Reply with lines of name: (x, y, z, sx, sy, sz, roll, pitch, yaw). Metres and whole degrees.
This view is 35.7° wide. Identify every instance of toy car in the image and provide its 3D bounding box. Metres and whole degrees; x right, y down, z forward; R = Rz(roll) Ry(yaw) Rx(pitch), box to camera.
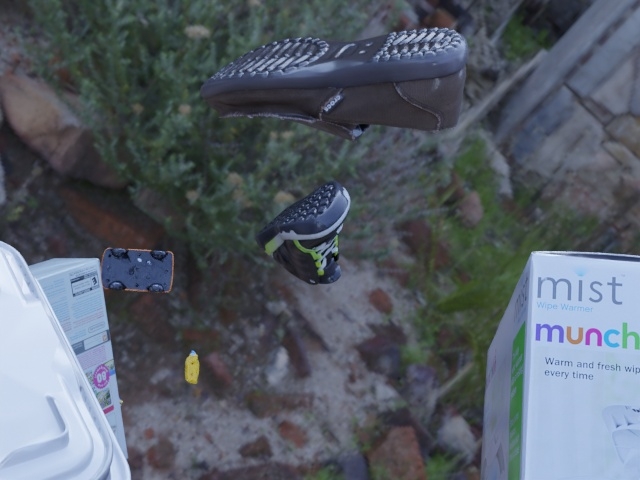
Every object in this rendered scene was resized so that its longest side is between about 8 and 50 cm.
toy car: (-0.137, 0.061, 0.803, 0.040, 0.060, 0.122, 144, -69, -83)

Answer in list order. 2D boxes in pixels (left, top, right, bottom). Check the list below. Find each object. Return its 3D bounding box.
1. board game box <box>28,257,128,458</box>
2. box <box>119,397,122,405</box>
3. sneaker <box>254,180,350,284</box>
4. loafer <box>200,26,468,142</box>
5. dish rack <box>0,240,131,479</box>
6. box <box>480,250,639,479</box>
board game box: (-0.385, 0.194, 1.354, 0.224, 0.098, 0.303, -22, 108, -58)
box: (-0.416, 0.259, 1.643, 0.169, 0.059, 0.054, 28, -2, -38)
sneaker: (0.000, 0.000, 1.127, 0.097, 0.084, 0.235, 50, -15, -6)
loafer: (0.011, -0.173, 1.233, 0.134, 0.366, 0.130, -47, 130, -46)
dish rack: (-0.319, 0.112, 0.666, 0.333, 0.072, 0.285, -14, 48, -30)
box: (0.182, 0.157, 0.673, 0.127, 0.262, 0.231, 4, 71, 5)
